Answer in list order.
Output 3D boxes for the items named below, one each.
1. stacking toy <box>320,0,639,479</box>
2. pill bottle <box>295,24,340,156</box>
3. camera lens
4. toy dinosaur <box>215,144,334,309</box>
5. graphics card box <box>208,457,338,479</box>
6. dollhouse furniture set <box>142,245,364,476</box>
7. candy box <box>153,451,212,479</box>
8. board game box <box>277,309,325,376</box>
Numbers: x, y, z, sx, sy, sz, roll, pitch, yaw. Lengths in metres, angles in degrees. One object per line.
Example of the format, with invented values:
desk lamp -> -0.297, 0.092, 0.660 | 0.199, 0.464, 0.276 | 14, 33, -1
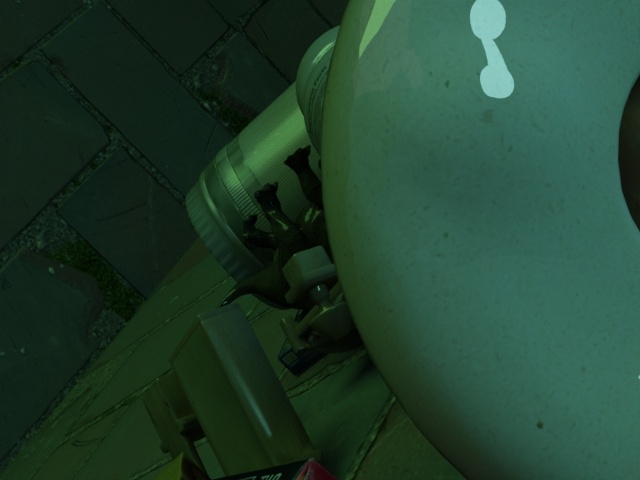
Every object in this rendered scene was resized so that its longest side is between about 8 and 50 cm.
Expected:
stacking toy -> 0.159, -0.028, 0.688 | 0.350, 0.350, 0.480 | -45, 2, -5
pill bottle -> 0.075, -0.115, 1.160 | 0.160, 0.160, 0.283 | -43, 28, 6
camera lens -> -0.002, -0.074, 1.478 | 0.274, 0.219, 0.219 | -41, 11, 14
toy dinosaur -> 0.000, 0.000, 1.310 | 0.313, 0.160, 0.121 | -39, -17, 9
graphics card box -> -0.028, 0.225, 0.580 | 0.094, 0.233, 0.371 | -56, 14, -31
dollhouse furniture set -> 0.041, 0.129, 1.229 | 0.356, 0.173, 0.303 | -17, -20, -33
candy box -> -0.100, 0.263, 1.036 | 0.053, 0.109, 0.186 | -44, 9, 3
board game box -> 0.041, 0.069, 1.463 | 0.201, 0.035, 0.136 | -39, 12, 25
